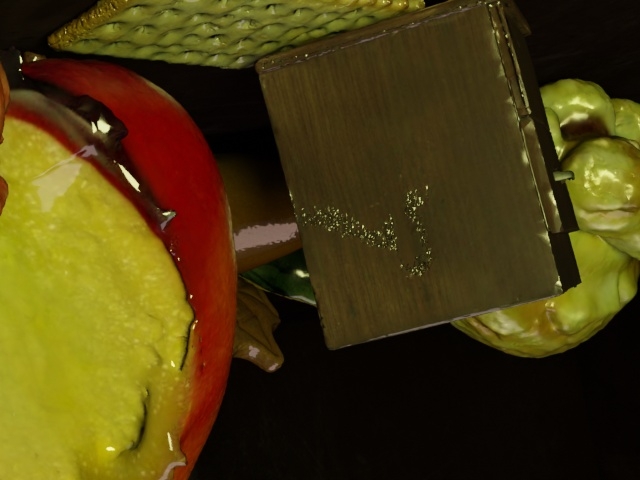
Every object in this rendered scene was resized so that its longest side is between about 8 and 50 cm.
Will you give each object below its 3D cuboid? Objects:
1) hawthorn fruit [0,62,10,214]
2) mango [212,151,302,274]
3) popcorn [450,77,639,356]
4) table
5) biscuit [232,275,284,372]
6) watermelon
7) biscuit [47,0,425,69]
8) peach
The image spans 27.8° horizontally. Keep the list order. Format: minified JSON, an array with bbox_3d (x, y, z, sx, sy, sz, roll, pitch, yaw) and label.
[{"bbox_3d":[-0.251,-0.052,0.617,0.200,0.179,0.179,6,166,-29],"label":"hawthorn fruit"},{"bbox_3d":[-0.088,-0.024,1.182,0.253,0.113,0.138,-10,157,14],"label":"mango"},{"bbox_3d":[0.211,-0.029,1.182,0.226,0.276,0.276,29,166,-5],"label":"popcorn"},{"bbox_3d":[0.081,-0.044,0.875,0.173,0.193,0.169,-14,177,15],"label":"table"},{"bbox_3d":[-0.116,0.050,1.288,0.034,0.215,0.182,-53,171,24],"label":"biscuit"},{"bbox_3d":[-0.005,-0.001,1.331,0.232,0.127,0.204,17,-167,-29],"label":"watermelon"},{"bbox_3d":[-0.054,-0.134,0.804,0.203,0.016,0.144,-1,168,-43],"label":"biscuit"},{"bbox_3d":[-0.163,0.041,0.846,0.258,0.361,0.201,-9,-162,16],"label":"peach"}]
